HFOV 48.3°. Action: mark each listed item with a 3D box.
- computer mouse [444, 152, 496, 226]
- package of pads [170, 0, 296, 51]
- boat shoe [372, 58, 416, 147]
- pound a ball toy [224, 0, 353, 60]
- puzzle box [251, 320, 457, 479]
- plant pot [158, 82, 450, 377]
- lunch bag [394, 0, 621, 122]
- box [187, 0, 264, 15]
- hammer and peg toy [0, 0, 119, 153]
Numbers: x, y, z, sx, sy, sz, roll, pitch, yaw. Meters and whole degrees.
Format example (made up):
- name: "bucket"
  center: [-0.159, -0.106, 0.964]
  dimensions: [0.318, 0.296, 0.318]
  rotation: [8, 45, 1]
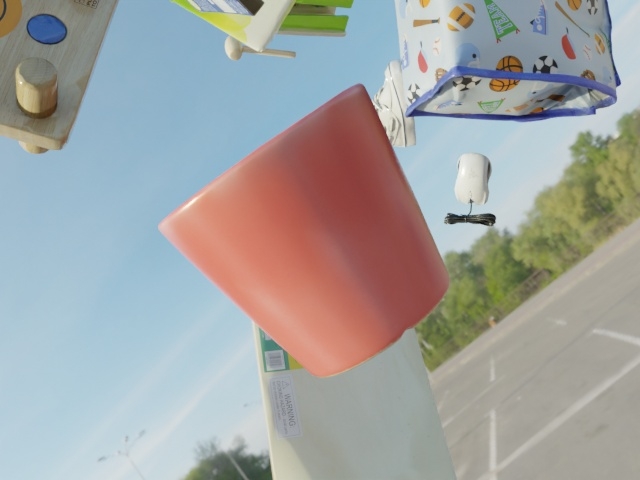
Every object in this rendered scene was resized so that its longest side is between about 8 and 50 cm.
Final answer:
- name: "computer mouse"
  center: [0.298, -0.093, 1.421]
  dimensions: [0.193, 0.106, 0.042]
  rotation: [78, -153, -47]
- name: "package of pads"
  center: [-0.139, -0.563, 1.457]
  dimensions: [0.296, 0.229, 0.101]
  rotation: [-52, 20, 29]
- name: "boat shoe"
  center: [0.146, -0.266, 1.458]
  dimensions: [0.084, 0.095, 0.258]
  rotation: [-9, -30, 7]
- name: "pound a ball toy"
  center: [-0.089, -0.579, 1.833]
  dimensions: [0.319, 0.135, 0.208]
  rotation: [-6, -42, -26]
- name: "puzzle box"
  center: [0.041, 0.243, 1.150]
  dimensions: [0.272, 0.409, 0.052]
  rotation: [-5, -36, -9]
- name: "plant pot"
  center: [0.000, 0.000, 0.805]
  dimensions: [0.275, 0.243, 0.275]
  rotation: [-35, 6, 4]
- name: "lunch bag"
  center: [0.334, -0.385, 1.253]
  dimensions: [0.385, 0.328, 0.239]
  rotation: [-3, -8, -18]
- name: "box"
  center: [-0.197, -0.432, 1.179]
  dimensions: [0.136, 0.225, 0.036]
  rotation: [39, -97, -37]
- name: "hammer and peg toy"
  center: [-0.336, -0.277, 0.747]
  dimensions: [0.127, 0.266, 0.361]
  rotation: [129, 154, -58]
